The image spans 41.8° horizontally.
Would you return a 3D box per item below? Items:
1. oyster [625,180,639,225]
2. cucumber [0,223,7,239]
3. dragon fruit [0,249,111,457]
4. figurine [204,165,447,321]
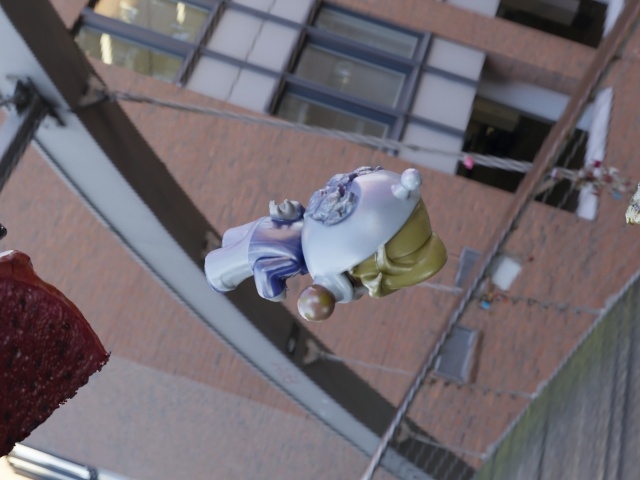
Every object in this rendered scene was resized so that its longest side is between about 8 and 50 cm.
[{"bbox_3d":[0.493,-0.098,1.075,0.209,0.072,0.133,-56,29,-1],"label":"oyster"},{"bbox_3d":[-0.349,0.015,0.746,0.033,0.036,0.184,-52,-5,34],"label":"cucumber"},{"bbox_3d":[-0.271,0.090,0.488,0.274,0.161,0.126,-48,-55,-57],"label":"dragon fruit"},{"bbox_3d":[0.002,-0.005,0.901,0.194,0.274,0.133,-38,-63,-29],"label":"figurine"}]
